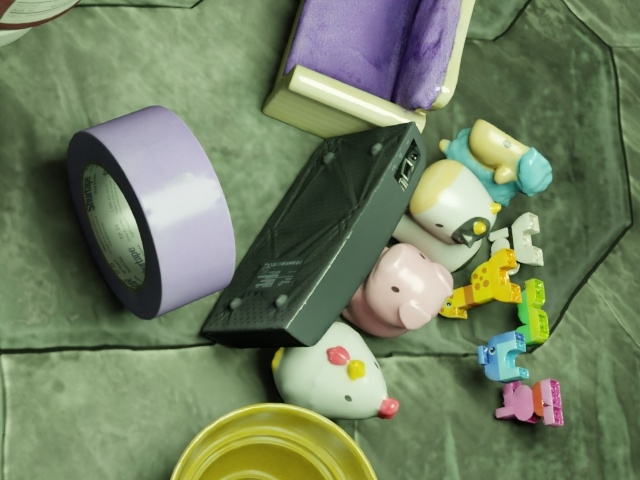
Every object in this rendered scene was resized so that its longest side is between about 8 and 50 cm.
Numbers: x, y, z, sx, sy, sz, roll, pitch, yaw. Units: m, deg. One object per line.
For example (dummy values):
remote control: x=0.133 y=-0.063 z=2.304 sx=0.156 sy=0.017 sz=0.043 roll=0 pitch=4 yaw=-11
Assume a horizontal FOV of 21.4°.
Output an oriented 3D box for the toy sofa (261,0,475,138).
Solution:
toy sofa: x=0.073 y=-0.283 z=1.756 sx=0.150 sy=0.177 sz=0.363 roll=21 pitch=69 yaw=-13

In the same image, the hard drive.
hard drive: x=0.000 y=0.000 z=1.656 sx=0.054 sy=0.172 sz=0.255 roll=43 pitch=64 yaw=-24

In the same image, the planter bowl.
planter bowl: x=-0.054 y=0.269 z=1.597 sx=0.217 sy=0.090 sz=0.217 roll=6 pitch=72 yaw=-19

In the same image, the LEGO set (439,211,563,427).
LEGO set: x=0.177 y=0.084 z=1.750 sx=0.087 sy=0.093 sz=0.227 roll=20 pitch=60 yaw=-49

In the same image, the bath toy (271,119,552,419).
bath toy: x=0.091 y=0.040 z=1.675 sx=0.129 sy=0.151 sz=0.348 roll=26 pitch=66 yaw=28

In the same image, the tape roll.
tape roll: x=-0.160 y=-0.026 z=1.585 sx=0.080 sy=0.189 sz=0.189 roll=-23 pitch=84 yaw=-26

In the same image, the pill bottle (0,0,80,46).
pill bottle: x=-0.269 y=-0.322 z=1.506 sx=0.224 sy=0.392 sz=0.224 roll=8 pitch=72 yaw=-26
